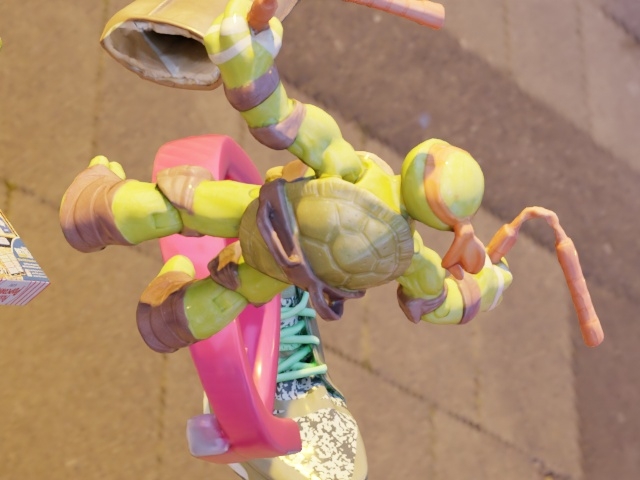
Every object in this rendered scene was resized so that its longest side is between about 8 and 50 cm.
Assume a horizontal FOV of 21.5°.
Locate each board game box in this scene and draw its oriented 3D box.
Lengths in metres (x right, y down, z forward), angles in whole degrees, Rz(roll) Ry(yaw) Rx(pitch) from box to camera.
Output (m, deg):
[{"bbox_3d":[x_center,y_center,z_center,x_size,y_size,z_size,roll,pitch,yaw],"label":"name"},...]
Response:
[{"bbox_3d":[-0.391,-0.019,1.822,0.193,0.045,0.147,54,13,14],"label":"board game box"}]

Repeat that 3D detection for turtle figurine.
[{"bbox_3d":[0.000,0.000,0.784,0.269,0.217,0.087,44,45,-38],"label":"turtle figurine"}]

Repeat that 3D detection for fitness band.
[{"bbox_3d":[-0.060,0.042,1.116,0.291,0.054,0.209,55,26,-79],"label":"fitness band"}]

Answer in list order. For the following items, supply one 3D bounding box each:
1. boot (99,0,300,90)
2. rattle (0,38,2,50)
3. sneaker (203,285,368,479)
[{"bbox_3d":[-0.124,-0.244,1.598,0.269,0.236,0.089,-46,139,-47],"label":"boot"},{"bbox_3d":[-0.318,-0.187,1.154,0.200,0.142,0.130,57,25,-37],"label":"rattle"},{"bbox_3d":[-0.059,0.094,1.795,0.158,0.182,0.410,-13,53,-22],"label":"sneaker"}]
